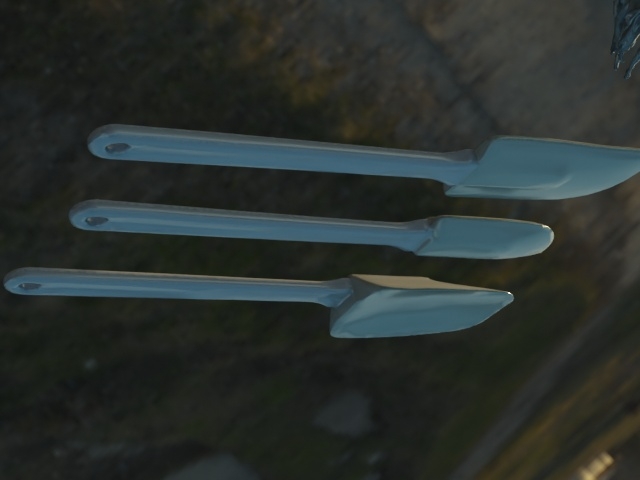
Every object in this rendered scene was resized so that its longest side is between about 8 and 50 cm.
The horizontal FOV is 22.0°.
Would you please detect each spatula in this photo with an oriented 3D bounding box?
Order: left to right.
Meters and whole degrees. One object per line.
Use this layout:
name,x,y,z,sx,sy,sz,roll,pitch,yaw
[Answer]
spatula,0.000,0.000,0.684,0.242,0.019,0.168,2,154,-27

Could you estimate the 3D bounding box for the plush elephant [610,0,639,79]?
plush elephant,0.307,-0.246,0.934,0.272,0.255,0.330,-10,106,-73
